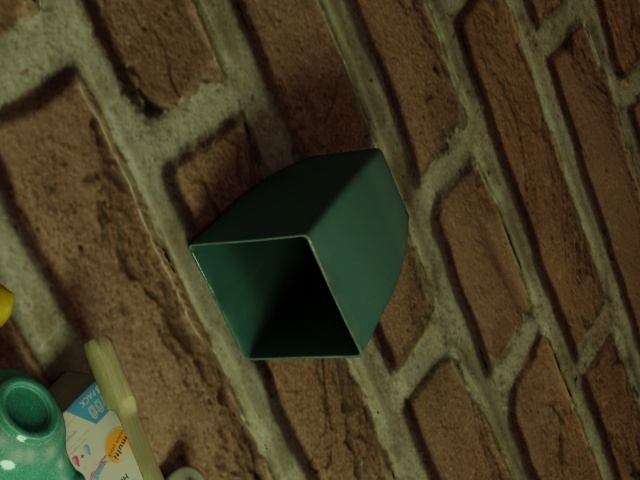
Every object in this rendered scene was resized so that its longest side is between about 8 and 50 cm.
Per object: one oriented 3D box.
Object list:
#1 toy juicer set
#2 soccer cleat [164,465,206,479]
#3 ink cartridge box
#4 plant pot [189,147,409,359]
[{"bbox_3d":[-0.294,0.143,1.244,0.329,0.089,0.209,22,42,-37],"label":"toy juicer set"},{"bbox_3d":[-0.156,0.344,1.454,0.076,0.068,0.196,38,58,-65],"label":"soccer cleat"},{"bbox_3d":[-0.231,0.235,1.359,0.104,0.061,0.181,-47,124,-37],"label":"ink cartridge box"},{"bbox_3d":[0.000,0.000,1.559,0.234,0.165,0.165,-53,128,-43],"label":"plant pot"}]
